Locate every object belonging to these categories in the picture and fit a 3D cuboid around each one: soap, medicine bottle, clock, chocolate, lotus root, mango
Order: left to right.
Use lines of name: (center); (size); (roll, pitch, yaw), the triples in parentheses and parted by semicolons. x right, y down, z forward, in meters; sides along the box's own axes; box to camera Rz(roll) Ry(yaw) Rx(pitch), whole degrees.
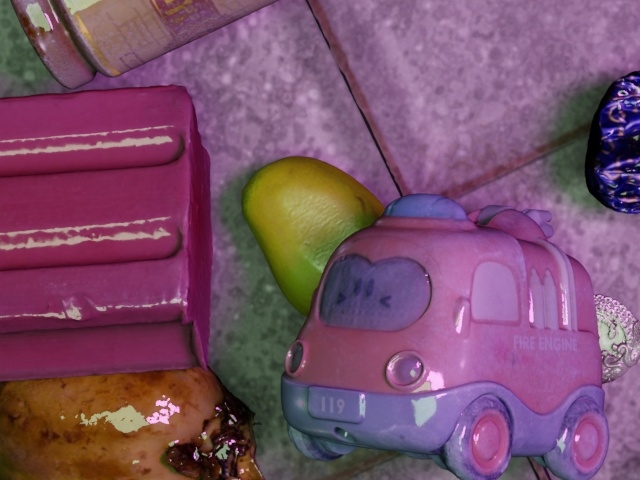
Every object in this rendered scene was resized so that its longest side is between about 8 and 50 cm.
soap: (-0.278, -0.001, 1.703); (0.359, 0.128, 0.233); (-4, 58, 4)
lotus root: (-0.194, 0.167, 1.760); (0.314, 0.141, 0.169); (5, 111, 4)
medicine bottle: (-0.103, -0.257, 1.703); (0.322, 0.151, 0.151); (-25, 94, 6)
mango: (0.006, -0.002, 1.756); (0.117, 0.089, 0.163); (-27, 94, 6)
clock: (0.250, 0.087, 1.791); (0.074, 0.010, 0.083); (-43, 91, 7)
chocolate: (0.395, -0.061, 1.639); (0.343, 0.148, 0.126); (14, 128, 32)

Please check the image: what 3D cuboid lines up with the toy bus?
toy bus: (0.112, 0.079, 1.670); (0.197, 0.294, 0.232); (3, 87, 44)
